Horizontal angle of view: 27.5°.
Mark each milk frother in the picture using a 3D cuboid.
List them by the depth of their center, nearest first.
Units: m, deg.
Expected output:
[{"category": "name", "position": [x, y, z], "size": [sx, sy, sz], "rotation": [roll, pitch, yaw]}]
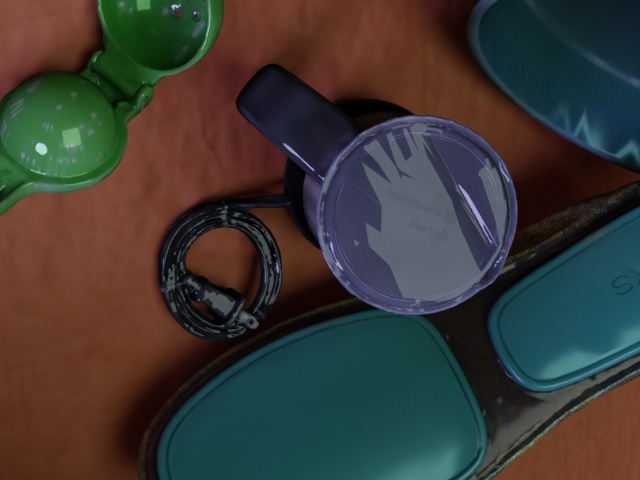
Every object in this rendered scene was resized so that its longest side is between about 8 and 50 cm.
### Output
[{"category": "milk frother", "position": [0.000, 0.000, 0.594], "size": [0.129, 0.135, 0.143], "rotation": [21, 95, -9]}]

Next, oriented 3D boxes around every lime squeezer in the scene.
[{"category": "lime squeezer", "position": [-0.091, -0.066, 0.521], "size": [0.059, 0.110, 0.310], "rotation": [38, 94, -7]}]

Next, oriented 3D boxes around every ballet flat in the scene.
[{"category": "ballet flat", "position": [0.072, 0.068, 0.695], "size": [0.349, 0.123, 0.123], "rotation": [-24, 125, -11]}]

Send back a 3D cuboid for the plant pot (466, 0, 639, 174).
[{"category": "plant pot", "position": [0.240, -0.171, 0.626], "size": [0.272, 0.272, 0.255], "rotation": [30, 76, -42]}]
